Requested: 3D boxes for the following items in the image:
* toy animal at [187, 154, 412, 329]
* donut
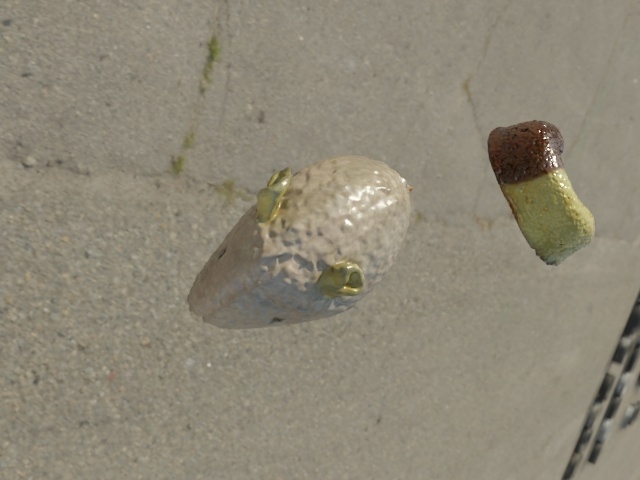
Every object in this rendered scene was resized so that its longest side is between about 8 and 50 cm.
[{"bbox_3d":[0.005,-0.004,1.026,0.358,0.188,0.226,-38,179,-31],"label":"toy animal"},{"bbox_3d":[0.307,-0.076,1.092,0.141,0.085,0.217,-3,71,-61],"label":"donut"}]
